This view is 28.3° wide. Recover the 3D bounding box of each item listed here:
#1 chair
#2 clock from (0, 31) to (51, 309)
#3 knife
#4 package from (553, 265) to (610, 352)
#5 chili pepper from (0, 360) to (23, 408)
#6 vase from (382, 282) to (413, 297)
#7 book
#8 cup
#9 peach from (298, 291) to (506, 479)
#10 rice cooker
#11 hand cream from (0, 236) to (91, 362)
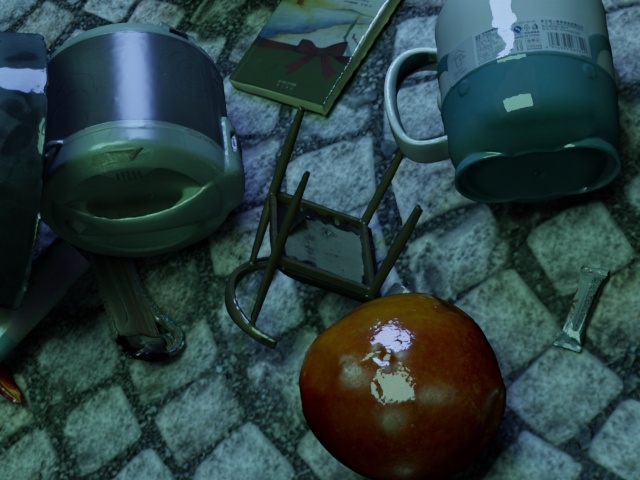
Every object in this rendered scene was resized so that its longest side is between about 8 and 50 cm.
[{"bbox_3d":[0.000,0.000,1.618,0.188,0.166,0.272,-95,27,-54],"label":"chair"},{"bbox_3d":[-0.434,-0.096,1.727,0.076,0.386,0.386,6,53,-20],"label":"clock"},{"bbox_3d":[-0.286,0.048,1.831,0.089,0.043,0.365,-12,46,-20],"label":"knife"},{"bbox_3d":[0.311,0.081,1.516,0.037,0.015,0.110,11,66,33],"label":"package"},{"bbox_3d":[-0.469,0.193,1.840,0.045,0.027,0.178,-42,50,-17],"label":"chili pepper"},{"bbox_3d":[0.085,0.107,1.595,0.053,0.053,0.100,33,84,37],"label":"vase"},{"bbox_3d":[0.007,-0.328,1.916,0.201,0.026,0.289,20,72,38],"label":"book"},{"bbox_3d":[0.225,-0.184,1.585,0.290,0.219,0.257,-6,59,9],"label":"cup"},{"bbox_3d":[0.101,0.168,1.456,0.243,0.199,0.243,-11,43,10],"label":"peach"},{"bbox_3d":[-0.257,-0.130,1.777,0.288,0.288,0.277,-21,56,15],"label":"rice cooker"},{"bbox_3d":[-0.467,0.125,1.835,0.111,0.070,0.312,30,71,40],"label":"hand cream"}]
